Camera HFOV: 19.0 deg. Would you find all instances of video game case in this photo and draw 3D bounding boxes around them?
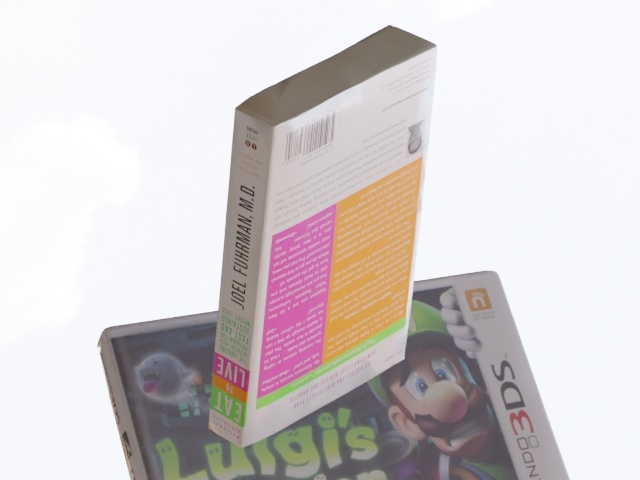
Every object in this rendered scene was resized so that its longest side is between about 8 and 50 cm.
[{"bbox_3d":[0.016,0.103,0.810,0.022,0.190,0.173,121,-44,-58],"label":"video game case"}]

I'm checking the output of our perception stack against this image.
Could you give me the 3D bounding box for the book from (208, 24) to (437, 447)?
[{"bbox_3d":[0.000,0.000,0.729,0.035,0.096,0.144,28,-52,29],"label":"book"}]
